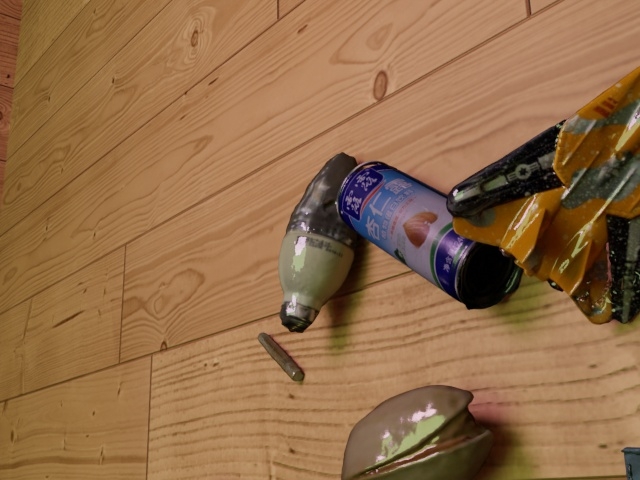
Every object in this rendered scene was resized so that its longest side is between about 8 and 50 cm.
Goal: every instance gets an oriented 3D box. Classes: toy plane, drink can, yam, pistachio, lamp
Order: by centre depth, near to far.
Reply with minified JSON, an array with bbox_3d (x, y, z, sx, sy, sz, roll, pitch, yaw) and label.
[{"bbox_3d":[0.275,-0.096,0.725,0.316,0.204,0.103,-57,0,3],"label":"toy plane"},{"bbox_3d":[0.100,0.219,0.845,0.185,0.124,0.124,-44,48,39],"label":"pistachio"},{"bbox_3d":[0.118,-0.013,0.914,0.235,0.097,0.097,37,109,50],"label":"drink can"},{"bbox_3d":[0.000,0.000,1.067,0.101,0.101,0.250,-7,63,52],"label":"lamp"},{"bbox_3d":[-0.059,0.165,1.153,0.116,0.021,0.021,40,111,49],"label":"yam"}]

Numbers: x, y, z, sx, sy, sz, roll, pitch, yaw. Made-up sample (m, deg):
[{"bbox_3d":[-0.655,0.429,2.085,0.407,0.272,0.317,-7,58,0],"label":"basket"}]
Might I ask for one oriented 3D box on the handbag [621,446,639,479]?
[{"bbox_3d":[0.313,0.272,0.608,0.179,0.062,0.229,-22,63,51],"label":"handbag"}]
